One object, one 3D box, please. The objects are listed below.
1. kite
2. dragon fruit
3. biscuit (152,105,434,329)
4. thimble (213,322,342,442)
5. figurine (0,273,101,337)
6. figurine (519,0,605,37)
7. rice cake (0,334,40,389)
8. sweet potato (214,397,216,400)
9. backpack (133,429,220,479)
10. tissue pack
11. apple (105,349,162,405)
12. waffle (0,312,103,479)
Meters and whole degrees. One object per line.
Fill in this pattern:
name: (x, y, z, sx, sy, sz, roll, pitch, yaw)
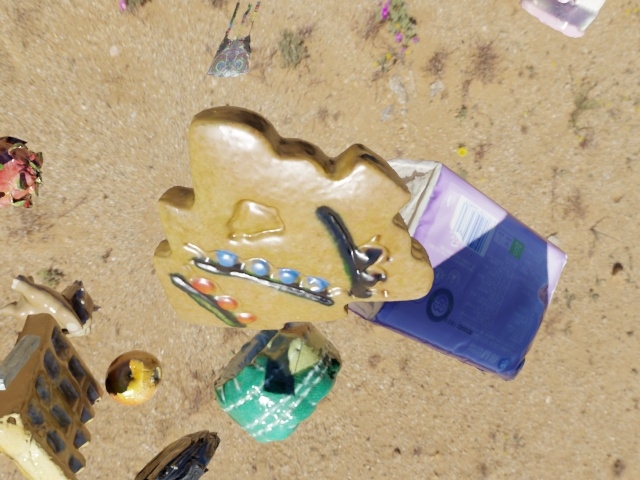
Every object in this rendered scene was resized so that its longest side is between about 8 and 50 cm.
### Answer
kite: (-0.258, -0.627, 1.590, 0.152, 0.015, 0.285, 6, 72, 24)
dragon fruit: (-0.607, -0.123, 0.944, 0.236, 0.135, 0.137, 4, 86, 31)
biscuit: (-0.044, 0.021, 0.492, 0.278, 0.043, 0.301, 31, 131, -27)
thimble: (-0.092, 0.282, 1.099, 0.254, 0.288, 0.167, -43, 95, -9)
figurine: (-0.782, 0.186, 1.528, 0.247, 0.173, 0.177, 31, 113, -20)
figurine: (0.152, -0.364, 0.493, 0.211, 0.253, 0.361, -45, 60, -7)
rice cake: (-0.393, 0.155, 0.663, 0.022, 0.121, 0.021, 3, 106, -10)
sweet potato: (-0.259, 0.532, 1.795, 0.219, 0.051, 0.065, -14, 130, -4)
backpack: (-0.413, 0.671, 1.560, 0.258, 0.206, 0.133, -45, 109, -43)
tissue pack: (0.209, 0.053, 0.816, 0.338, 0.160, 0.242, 28, 86, -31)
apple: (-0.491, 0.358, 1.347, 0.147, 0.146, 0.146, -1, 93, -13)
waffle: (-0.601, 0.364, 1.146, 0.078, 0.348, 0.304, -15, 123, -5)
